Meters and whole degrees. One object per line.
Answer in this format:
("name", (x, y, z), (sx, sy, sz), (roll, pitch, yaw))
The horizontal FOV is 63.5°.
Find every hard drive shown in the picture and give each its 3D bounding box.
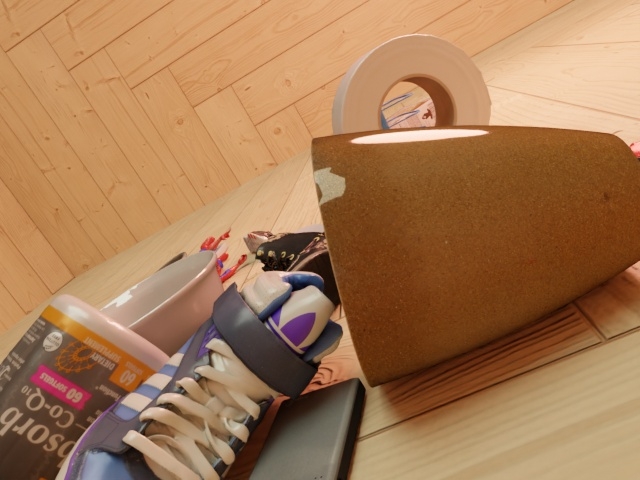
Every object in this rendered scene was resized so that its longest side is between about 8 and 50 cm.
("hard drive", (-0.012, 0.185, 0.465), (0.094, 0.022, 0.135), (-24, 16, 22))

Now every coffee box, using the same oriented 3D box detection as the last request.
("coffee box", (0.208, -0.284, 1.419), (0.246, 0.098, 0.141), (-36, 16, -22))

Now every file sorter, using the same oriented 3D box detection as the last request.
("file sorter", (0.182, -0.235, 1.181), (0.104, 0.170, 0.118), (-29, 14, -11))

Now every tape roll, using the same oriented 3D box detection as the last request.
("tape roll", (0.169, -0.232, 0.974), (0.286, 0.286, 0.100), (-31, 14, -2))

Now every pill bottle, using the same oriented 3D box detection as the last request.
("pill bottle", (-0.305, 0.212, 0.564), (0.162, 0.162, 0.278), (-6, 48, 57))

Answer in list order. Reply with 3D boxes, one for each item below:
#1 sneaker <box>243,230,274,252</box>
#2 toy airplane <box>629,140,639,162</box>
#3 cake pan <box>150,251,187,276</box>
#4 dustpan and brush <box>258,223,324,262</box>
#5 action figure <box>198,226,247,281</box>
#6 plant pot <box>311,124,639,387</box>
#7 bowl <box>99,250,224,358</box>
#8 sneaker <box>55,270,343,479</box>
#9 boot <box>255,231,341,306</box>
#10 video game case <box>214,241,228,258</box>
("sneaker", (-0.141, -0.006, 1.264), (0.065, 0.061, 0.158), (-29, 14, -20))
("toy airplane", (0.444, -0.134, 0.620), (0.151, 0.028, 0.151), (-29, 14, 8))
("cake pan", (-0.392, 0.146, 1.159), (0.293, 0.054, 0.293), (-39, 16, 14))
("dustpan and brush", (0.000, 0.000, 0.998), (0.147, 0.060, 0.211), (4, 42, 43))
("action figure", (-0.235, 0.030, 1.248), (0.139, 0.091, 0.280), (-39, 15, 3))
("plant pot", (0.144, -0.008, 0.477), (0.254, 0.237, 0.237), (-13, 17, 7))
("bowl", (-0.265, 0.151, 0.842), (0.298, 0.134, 0.298), (-28, 16, 9))
("sneaker", (-0.089, 0.133, 0.477), (0.236, 0.130, 0.323), (-47, 2, 22))
("boot", (-0.038, 0.045, 0.798), (0.179, 0.085, 0.236), (-3, 22, 37))
("video game case", (-0.366, 0.084, 1.461), (0.183, 0.023, 0.201), (-26, 16, 15))
